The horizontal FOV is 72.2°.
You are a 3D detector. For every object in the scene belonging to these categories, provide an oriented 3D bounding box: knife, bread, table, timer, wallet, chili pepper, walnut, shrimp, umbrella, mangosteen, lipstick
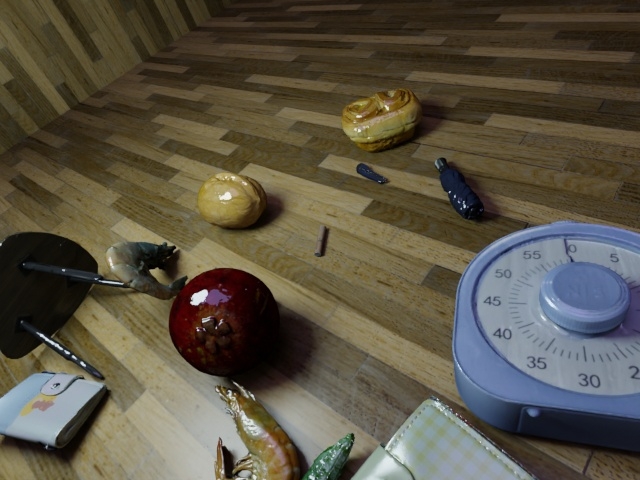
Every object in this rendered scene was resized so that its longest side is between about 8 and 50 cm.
[{"bbox_3d":[0.140,-0.183,1.214,0.031,0.018,0.121,-39,47,-15],"label":"knife"},{"bbox_3d":[0.181,-0.357,1.294,0.236,0.120,0.198,-18,42,6],"label":"bread"},{"bbox_3d":[-0.569,0.133,1.026,0.248,0.317,0.317,14,52,14],"label":"table"},{"bbox_3d":[0.405,0.116,0.698,0.394,0.173,0.395,-12,44,12],"label":"timer"},{"bbox_3d":[-0.586,0.359,0.940,0.230,0.070,0.170,2,31,20],"label":"wallet"},{"bbox_3d":[-0.015,0.389,0.665,0.059,0.088,0.227,40,66,7],"label":"chili pepper"},{"bbox_3d":[-0.242,-0.109,1.202,0.206,0.159,0.159,6,50,34],"label":"walnut"},{"bbox_3d":[-0.407,0.070,1.090,0.075,0.289,0.178,-41,85,1],"label":"shrimp"},{"bbox_3d":[0.320,-0.131,1.061,0.070,0.071,0.248,-20,39,3],"label":"umbrella"},{"bbox_3d":[-0.129,0.355,0.762,0.150,0.068,0.249,-34,49,-4],"label":"shrimp"},{"bbox_3d":[-0.185,0.154,0.900,0.215,0.215,0.257,-18,8,5],"label":"mangosteen"},{"bbox_3d":[0.000,0.000,1.089,0.018,0.019,0.094,-6,46,17],"label":"lipstick"},{"bbox_3d":[0.134,0.395,0.610,0.309,0.077,0.223,-41,47,-15],"label":"wallet"}]
